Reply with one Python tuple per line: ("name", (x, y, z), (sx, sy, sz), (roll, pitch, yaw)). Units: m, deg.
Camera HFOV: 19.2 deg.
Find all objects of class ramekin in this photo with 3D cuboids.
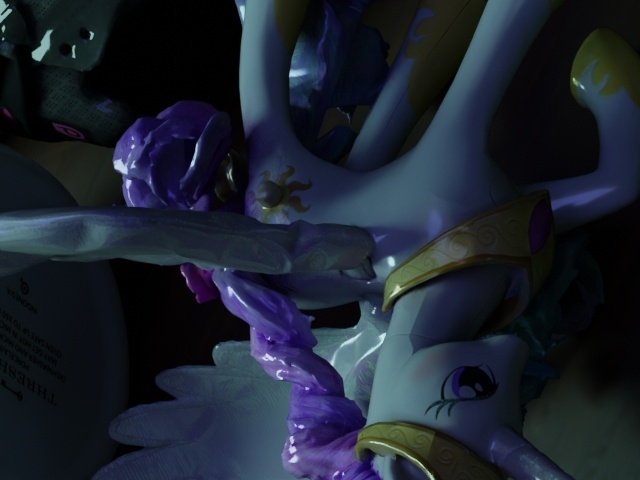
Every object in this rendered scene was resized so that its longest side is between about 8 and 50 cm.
("ramekin", (-0.221, 0.061, 1.106), (0.127, 0.273, 0.273), (-14, 64, 25))

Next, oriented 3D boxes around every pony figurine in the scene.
("pony figurine", (0.000, 0.000, 0.947), (0.351, 0.303, 0.364), (-4, 56, 32))

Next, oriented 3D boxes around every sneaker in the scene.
("sneaker", (-0.199, -0.133, 1.170), (0.482, 0.185, 0.202), (-21, 91, 23))
